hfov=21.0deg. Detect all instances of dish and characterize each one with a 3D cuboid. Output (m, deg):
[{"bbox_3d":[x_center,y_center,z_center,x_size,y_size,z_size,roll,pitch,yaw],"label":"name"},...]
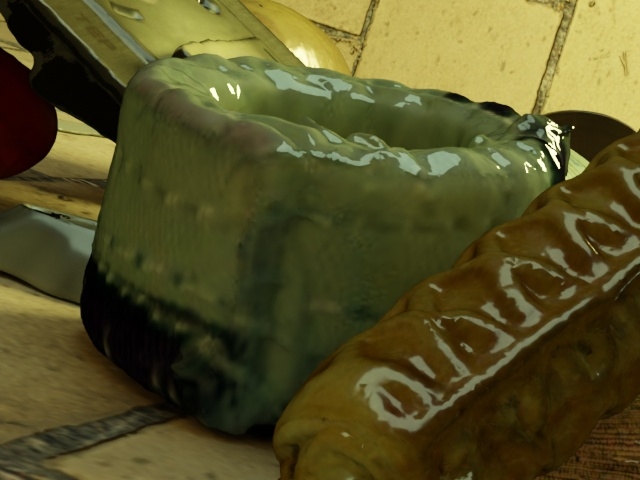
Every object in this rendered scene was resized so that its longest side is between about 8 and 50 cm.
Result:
[{"bbox_3d":[-0.136,0.005,0.942,0.137,0.039,0.091,18,7,-7],"label":"dish"}]

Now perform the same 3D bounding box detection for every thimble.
[{"bbox_3d":[0.000,0.000,0.814,0.237,0.150,0.237,9,13,-2],"label":"thimble"}]

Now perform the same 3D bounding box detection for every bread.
[{"bbox_3d":[0.120,0.015,0.703,0.367,0.084,0.077,-33,19,-35],"label":"bread"}]

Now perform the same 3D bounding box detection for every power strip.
[{"bbox_3d":[-0.121,-0.133,1.193,0.251,0.092,0.257,40,22,10],"label":"power strip"}]

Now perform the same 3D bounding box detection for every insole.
[{"bbox_3d":[-0.249,-0.115,1.741,0.065,0.004,0.197,21,8,28],"label":"insole"}]

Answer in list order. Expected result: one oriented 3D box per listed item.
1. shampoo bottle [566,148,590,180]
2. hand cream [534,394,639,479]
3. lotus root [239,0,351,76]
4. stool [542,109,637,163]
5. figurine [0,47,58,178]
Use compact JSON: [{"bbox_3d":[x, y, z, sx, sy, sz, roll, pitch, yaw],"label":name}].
[{"bbox_3d":[0.072,-0.015,1.168,0.222,0.151,0.349,34,13,26],"label":"shampoo bottle"},{"bbox_3d":[0.089,0.093,0.724,0.203,0.084,0.084,7,10,-19],"label":"hand cream"},{"bbox_3d":[-0.053,-0.107,1.436,0.183,0.183,0.310,20,7,20],"label":"lotus root"},{"bbox_3d":[0.241,-0.036,1.646,0.179,0.179,0.264,19,6,6],"label":"stool"},{"bbox_3d":[-0.332,-0.174,1.181,0.211,0.270,0.261,-22,-35,24],"label":"figurine"}]
